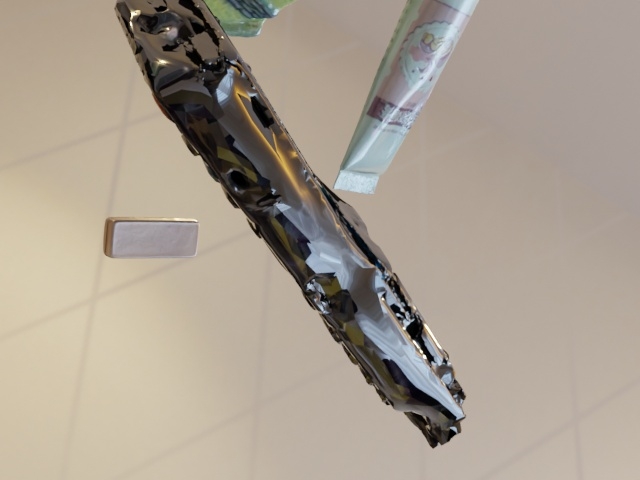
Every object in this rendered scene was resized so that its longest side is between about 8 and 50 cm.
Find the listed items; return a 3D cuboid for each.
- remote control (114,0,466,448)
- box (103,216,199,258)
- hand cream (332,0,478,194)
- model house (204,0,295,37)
[{"bbox_3d":[0.000,0.000,0.780,0.399,0.062,0.144,55,3,-42],"label":"remote control"},{"bbox_3d":[-0.195,-0.003,1.342,0.025,0.115,0.048,21,-72,52],"label":"box"},{"bbox_3d":[0.095,-0.191,1.008,0.058,0.085,0.331,33,-76,21],"label":"hand cream"},{"bbox_3d":[-0.096,-0.296,1.070,0.189,0.214,0.195,-31,-37,21],"label":"model house"}]
